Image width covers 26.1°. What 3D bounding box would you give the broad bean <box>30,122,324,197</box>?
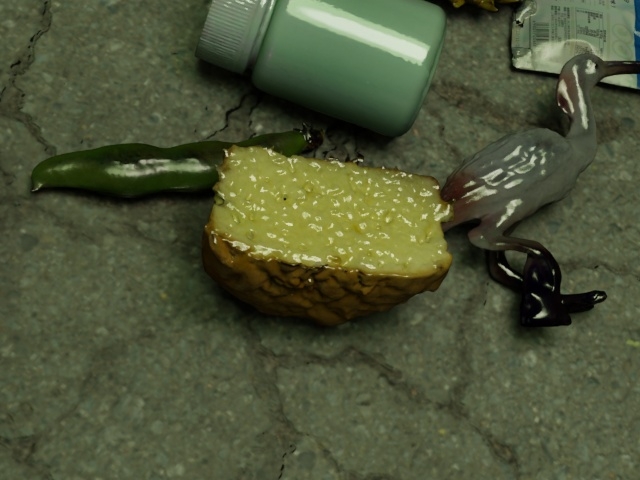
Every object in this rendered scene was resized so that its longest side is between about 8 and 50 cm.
[{"bbox_3d":[-0.129,-0.071,1.321,0.297,0.043,0.060,-7,57,-18],"label":"broad bean"}]

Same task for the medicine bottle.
[{"bbox_3d":[0.002,-0.200,1.357,0.225,0.139,0.139,19,63,-5],"label":"medicine bottle"}]

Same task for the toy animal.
[{"bbox_3d":[0.216,-0.068,1.380,0.195,0.090,0.324,20,72,-12],"label":"toy animal"}]

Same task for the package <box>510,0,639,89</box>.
[{"bbox_3d":[0.291,-0.247,1.516,0.173,0.027,0.171,10,61,-10],"label":"package"}]

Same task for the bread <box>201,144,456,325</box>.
[{"bbox_3d":[0.000,0.000,1.267,0.228,0.139,0.143,9,62,-11],"label":"bread"}]

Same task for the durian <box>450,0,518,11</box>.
[{"bbox_3d":[0.112,-0.393,1.488,0.191,0.112,0.341,-12,70,-20],"label":"durian"}]
